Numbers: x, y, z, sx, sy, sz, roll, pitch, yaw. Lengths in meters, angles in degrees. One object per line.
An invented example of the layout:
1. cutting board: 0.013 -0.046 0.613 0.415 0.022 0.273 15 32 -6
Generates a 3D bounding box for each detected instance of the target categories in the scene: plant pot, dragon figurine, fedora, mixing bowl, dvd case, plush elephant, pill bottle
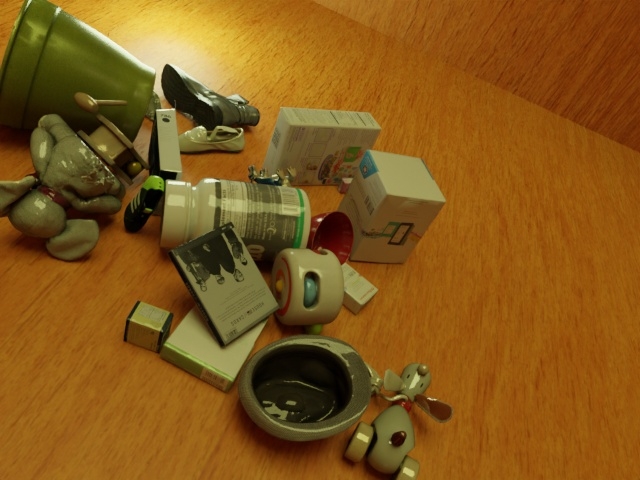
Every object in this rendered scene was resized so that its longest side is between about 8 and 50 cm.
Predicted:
1. plant pot: -0.668 -0.435 1.512 0.353 0.366 0.366 18 40 -27
2. dragon figurine: -0.114 -0.123 1.621 0.085 0.144 0.289 -21 78 -42
3. fedora: -0.039 0.330 1.156 0.276 0.124 0.243 -8 48 -22
4. mixing bowl: 0.000 0.000 1.511 0.098 0.181 0.181 13 29 38
5. dvd case: -0.215 0.094 1.231 0.179 0.030 0.238 -31 93 -44
6. plush elephant: -0.618 -0.108 1.263 0.255 0.272 0.330 -43 32 -11
7. pill bottle: -0.223 -0.053 1.402 0.361 0.204 0.204 5 45 -18

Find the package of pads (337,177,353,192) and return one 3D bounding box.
1. package of pads: 0.103 -0.186 1.822 0.083 0.050 0.032 -1 47 -26

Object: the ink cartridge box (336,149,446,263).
1. ink cartridge box: 0.195 -0.093 1.604 0.197 0.270 0.198 5 45 -24

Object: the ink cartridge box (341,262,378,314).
1. ink cartridge box: 0.083 0.132 1.480 0.122 0.052 0.088 39 43 17

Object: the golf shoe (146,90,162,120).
1. golf shoe: -0.557 -0.467 1.778 0.069 0.086 0.176 -25 81 3

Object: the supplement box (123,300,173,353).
1. supplement box: -0.372 0.188 1.170 0.083 0.083 0.056 21 42 -4

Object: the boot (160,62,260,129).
1. boot: -0.383 -0.489 1.874 0.338 0.118 0.223 47 36 19

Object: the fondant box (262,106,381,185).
1. fondant box: 0.002 -0.296 1.745 0.330 0.238 0.096 -3 47 -29

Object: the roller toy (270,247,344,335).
1. roller toy: -0.042 0.112 1.332 0.146 0.191 0.209 2 46 -23

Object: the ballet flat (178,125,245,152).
1. ballet flat: -0.355 -0.330 1.722 0.248 0.086 0.086 -8 51 -32

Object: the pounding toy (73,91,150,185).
1. pounding toy: -0.514 -0.266 1.400 0.154 0.269 0.155 40 78 23

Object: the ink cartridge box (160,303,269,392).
1. ink cartridge box: -0.229 0.209 1.241 0.171 0.056 0.235 27 39 2

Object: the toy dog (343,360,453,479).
1. toy dog: 0.179 0.376 1.189 0.220 0.161 0.333 18 41 -9

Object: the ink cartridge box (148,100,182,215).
1. ink cartridge box: -0.442 -0.240 1.522 0.065 0.165 0.332 5 44 -23

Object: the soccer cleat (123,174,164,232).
1. soccer cleat: -0.441 -0.081 1.345 0.060 0.179 0.072 19 30 -34
